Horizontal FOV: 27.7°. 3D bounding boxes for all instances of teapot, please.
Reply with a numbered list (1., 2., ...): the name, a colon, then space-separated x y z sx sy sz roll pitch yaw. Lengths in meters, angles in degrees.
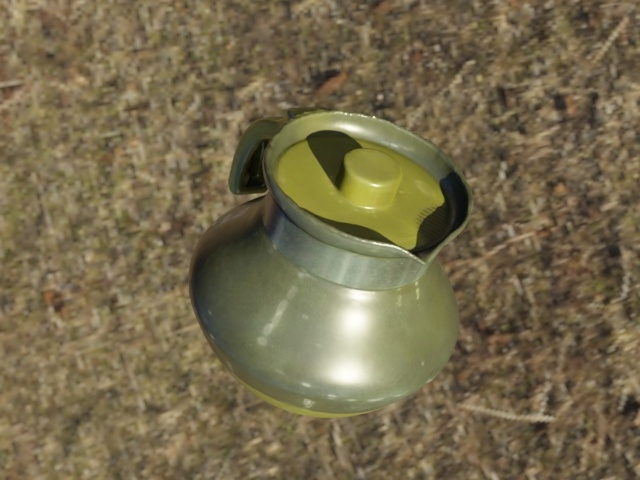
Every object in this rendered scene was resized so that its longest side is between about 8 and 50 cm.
1. teapot: 0.000 0.000 0.608 0.166 0.130 0.119 58 141 39
